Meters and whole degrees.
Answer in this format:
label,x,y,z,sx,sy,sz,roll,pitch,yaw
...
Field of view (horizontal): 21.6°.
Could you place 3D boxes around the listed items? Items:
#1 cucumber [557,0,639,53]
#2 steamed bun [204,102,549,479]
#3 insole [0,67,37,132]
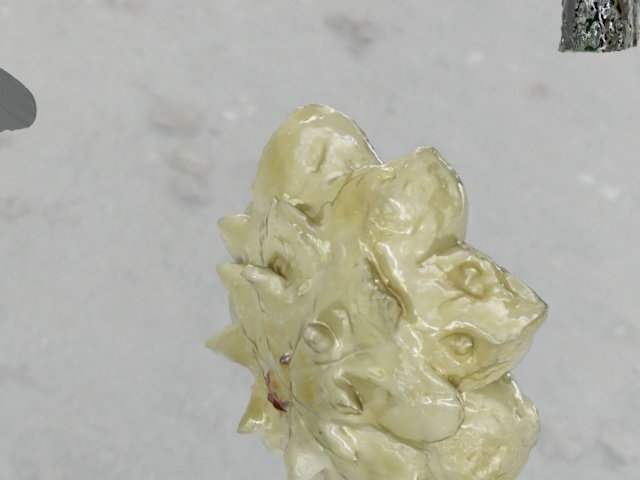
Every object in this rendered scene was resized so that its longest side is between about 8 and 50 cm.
label,x,y,z,sx,sy,sz,roll,pitch,yaw
cucumber,0.242,-0.317,1.472,0.081,0.304,0.072,2,14,22
steamed bun,0.016,0.060,1.091,0.137,0.292,0.295,-21,14,-27
insole,-0.279,-0.109,1.342,0.086,0.253,0.005,39,69,-15
